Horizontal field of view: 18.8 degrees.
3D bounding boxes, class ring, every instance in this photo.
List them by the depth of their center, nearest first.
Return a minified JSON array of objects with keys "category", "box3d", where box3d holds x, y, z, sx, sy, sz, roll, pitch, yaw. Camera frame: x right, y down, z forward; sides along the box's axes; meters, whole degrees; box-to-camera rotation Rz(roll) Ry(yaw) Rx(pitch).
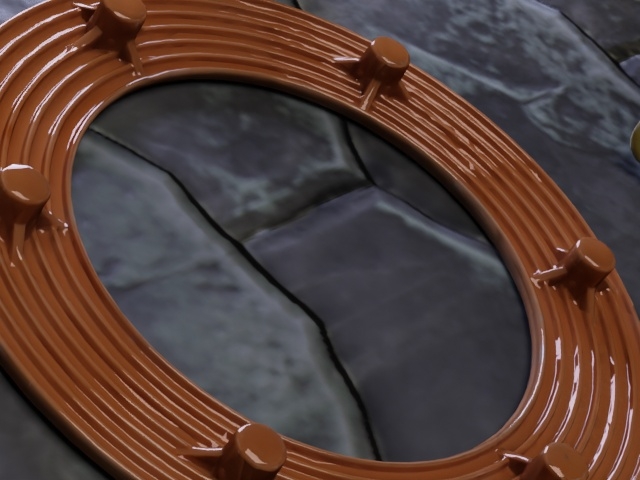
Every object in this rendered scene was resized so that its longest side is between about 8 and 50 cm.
[{"category":"ring","box3d":[0.000,0.000,0.818,0.336,0.032,0.337,20,40,-18]}]

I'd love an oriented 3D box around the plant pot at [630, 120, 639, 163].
[{"category":"plant pot","box3d":[0.320,-0.089,1.011,0.212,0.212,0.187,37,25,6]}]
